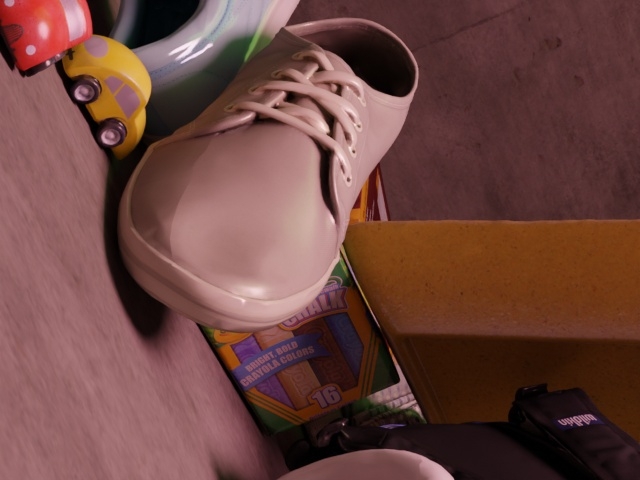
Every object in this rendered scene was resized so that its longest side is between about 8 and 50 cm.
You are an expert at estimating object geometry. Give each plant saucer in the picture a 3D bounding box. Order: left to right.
[{"bbox_3d":[0.206,0.113,1.091,0.333,0.332,0.081,63,34,-48],"label":"plant saucer"}]

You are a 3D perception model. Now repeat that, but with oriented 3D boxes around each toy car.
[{"bbox_3d":[-0.187,-0.189,0.907,0.239,0.053,0.225,57,12,-73],"label":"toy car"}]

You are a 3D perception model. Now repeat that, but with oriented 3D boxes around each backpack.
[{"bbox_3d":[0.138,0.240,0.901,0.263,0.276,0.213,21,-71,47],"label":"backpack"}]

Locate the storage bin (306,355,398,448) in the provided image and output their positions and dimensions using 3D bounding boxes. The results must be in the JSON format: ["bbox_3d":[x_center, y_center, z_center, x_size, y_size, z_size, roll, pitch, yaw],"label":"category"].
[{"bbox_3d":[0.070,0.248,1.491,0.260,0.123,0.262,60,8,-62],"label":"storage bin"}]

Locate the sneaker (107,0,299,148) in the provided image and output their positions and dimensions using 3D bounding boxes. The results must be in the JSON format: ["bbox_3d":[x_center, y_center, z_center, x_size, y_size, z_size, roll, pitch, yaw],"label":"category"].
[{"bbox_3d":[-0.097,-0.257,1.161,0.150,0.135,0.366,60,35,-51],"label":"sneaker"}]

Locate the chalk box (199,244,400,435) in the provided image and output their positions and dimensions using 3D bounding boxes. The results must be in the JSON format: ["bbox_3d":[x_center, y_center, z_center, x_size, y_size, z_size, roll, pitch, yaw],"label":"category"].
[{"bbox_3d":[-0.036,0.039,1.115,0.132,0.132,0.213,-109,175,-51],"label":"chalk box"}]

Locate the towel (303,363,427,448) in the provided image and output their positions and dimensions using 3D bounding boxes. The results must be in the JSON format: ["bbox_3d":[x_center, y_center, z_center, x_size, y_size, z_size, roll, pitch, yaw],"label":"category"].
[{"bbox_3d":[0.140,0.263,1.282,0.312,0.056,0.324,-9,65,-57],"label":"towel"}]

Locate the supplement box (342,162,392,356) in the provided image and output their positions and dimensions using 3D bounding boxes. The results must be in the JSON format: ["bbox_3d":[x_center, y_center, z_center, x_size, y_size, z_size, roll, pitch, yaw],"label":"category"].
[{"bbox_3d":[0.000,0.000,1.344,0.191,0.129,0.194,-84,164,-50],"label":"supplement box"}]

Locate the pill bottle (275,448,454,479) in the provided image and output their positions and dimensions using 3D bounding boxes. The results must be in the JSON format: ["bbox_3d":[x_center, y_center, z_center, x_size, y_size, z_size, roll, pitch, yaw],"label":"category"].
[{"bbox_3d":[0.047,0.270,0.709,0.162,0.162,0.278,-101,169,-73],"label":"pill bottle"}]

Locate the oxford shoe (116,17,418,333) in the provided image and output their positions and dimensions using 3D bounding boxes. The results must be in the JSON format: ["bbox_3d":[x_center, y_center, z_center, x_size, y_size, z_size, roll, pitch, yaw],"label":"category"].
[{"bbox_3d":[-0.027,-0.075,0.999,0.169,0.130,0.449,32,30,2],"label":"oxford shoe"}]
